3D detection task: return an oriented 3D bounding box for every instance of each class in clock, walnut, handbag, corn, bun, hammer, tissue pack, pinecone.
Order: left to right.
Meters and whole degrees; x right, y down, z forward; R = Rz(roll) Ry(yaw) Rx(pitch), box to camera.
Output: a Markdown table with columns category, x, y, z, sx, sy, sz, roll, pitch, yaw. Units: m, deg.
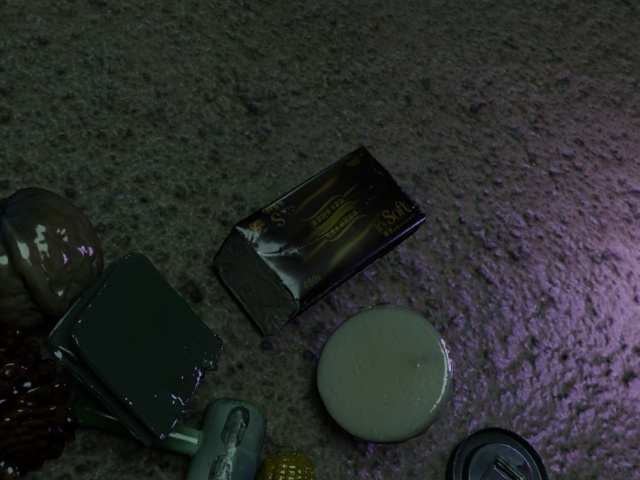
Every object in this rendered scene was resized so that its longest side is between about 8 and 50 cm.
| category | x | y | z | sx | sy | sz | roll | pitch | yaw |
| --- | --- | --- | --- | --- | --- | --- | --- | --- | --- |
| pinecone | -0.542 | 0.254 | 1.659 | 0.296 | 0.298 | 0.242 | 51 | 15 | 3 |
| walnut | -0.497 | 0.036 | 1.806 | 0.248 | 0.248 | 0.248 | 10 | 61 | -19 |
| handbag | -0.298 | 0.179 | 1.765 | 0.260 | 0.079 | 0.247 | 49 | 38 | -17 |
| hammer | -0.267 | 0.342 | 1.826 | 0.335 | 0.119 | 0.206 | 19 | 57 | -6 |
| corn | -0.059 | 0.530 | 1.804 | 0.120 | 0.120 | 0.363 | 9 | 60 | -19 |
| tissue pack | 0.000 | 0.000 | 2.053 | 0.370 | 0.198 | 0.210 | -35 | 78 | -33 |
| bun | 0.134 | 0.264 | 2.009 | 0.263 | 0.175 | 0.263 | -5 | 70 | 15 |
| clock | 0.344 | 0.471 | 2.054 | 0.215 | 0.042 | 0.215 | 10 | 61 | -19 |
